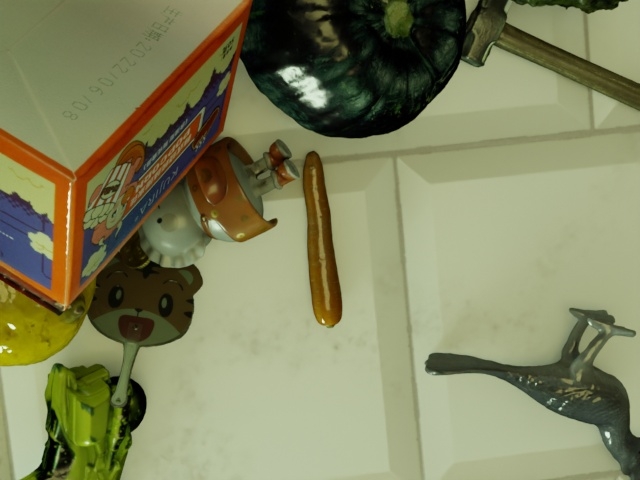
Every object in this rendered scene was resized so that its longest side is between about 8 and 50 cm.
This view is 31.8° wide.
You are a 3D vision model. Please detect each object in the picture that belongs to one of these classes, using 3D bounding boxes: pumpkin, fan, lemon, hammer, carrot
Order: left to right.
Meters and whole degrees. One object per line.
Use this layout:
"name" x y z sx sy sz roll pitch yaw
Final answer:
"lemon" -0.409 0.039 1.411 0.254 0.228 0.228 26 93 -8
"fan" -0.244 0.117 1.487 0.153 0.008 0.226 11 60 -6
"carrot" 0.000 0.000 1.546 0.043 0.043 0.247 -7 95 -5
"pumpkin" 0.030 -0.278 1.412 0.315 0.238 0.315 1 89 -37
"hammer" 0.370 -0.235 1.561 0.365 0.043 0.111 22 92 -10

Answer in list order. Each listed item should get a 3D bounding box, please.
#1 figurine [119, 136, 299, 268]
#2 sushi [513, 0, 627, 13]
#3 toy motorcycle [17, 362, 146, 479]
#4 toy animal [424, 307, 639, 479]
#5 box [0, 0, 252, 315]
"figurine" -0.151 -0.043 1.490 0.271 0.143 0.143 -37 100 27
"sushi" 0.326 -0.466 1.397 0.178 0.294 0.351 5 88 -8
"toy motorcycle" -0.353 0.329 1.498 0.206 0.142 0.342 11 96 -45
"toy animal" 0.352 0.188 1.578 0.367 0.081 0.205 29 104 -8
"box" -0.312 -0.171 1.287 0.319 0.257 0.348 30 53 6
